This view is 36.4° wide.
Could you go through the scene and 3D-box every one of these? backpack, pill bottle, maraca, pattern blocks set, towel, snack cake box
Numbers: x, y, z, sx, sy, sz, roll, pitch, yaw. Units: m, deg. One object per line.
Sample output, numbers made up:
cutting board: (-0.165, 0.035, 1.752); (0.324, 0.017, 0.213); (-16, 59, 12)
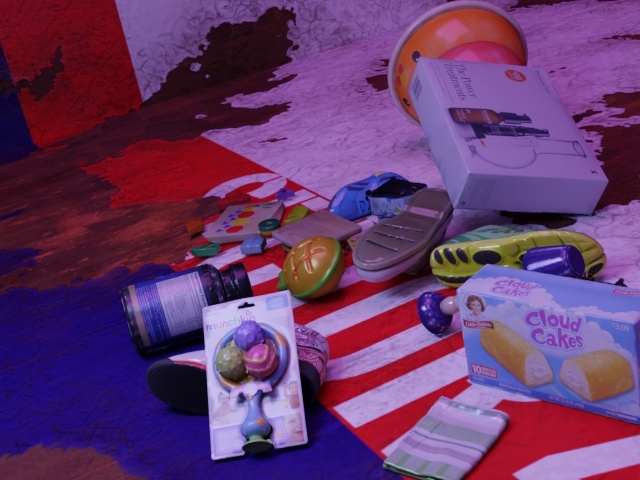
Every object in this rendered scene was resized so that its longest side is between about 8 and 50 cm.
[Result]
backpack: (0.166, -0.076, 1.974); (0.105, 0.084, 0.114); (-31, 24, -37)
pill bottle: (-0.227, 0.112, 1.685); (0.219, 0.123, 0.123); (-16, 23, -10)
maraca: (-0.022, 0.048, 1.761); (0.127, 0.099, 0.185); (-58, 24, -17)
pattern blocks set: (-0.161, -0.041, 2.134); (0.285, 0.026, 0.325); (-1, 25, 25)
towel: (0.164, 0.259, 1.264); (0.113, 0.023, 0.152); (5, 28, 38)
snack cake box: (0.323, 0.133, 1.310); (0.264, 0.152, 0.089); (9, 31, 42)

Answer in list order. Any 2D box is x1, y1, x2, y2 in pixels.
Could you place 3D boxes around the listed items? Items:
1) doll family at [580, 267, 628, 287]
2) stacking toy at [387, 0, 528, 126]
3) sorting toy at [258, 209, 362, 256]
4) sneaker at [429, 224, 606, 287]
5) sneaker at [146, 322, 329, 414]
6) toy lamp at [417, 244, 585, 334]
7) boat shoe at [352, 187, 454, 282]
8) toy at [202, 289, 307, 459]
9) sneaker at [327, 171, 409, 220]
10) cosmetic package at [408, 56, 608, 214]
doll family: (0.380, 0.088, 1.476); (0.193, 0.076, 0.111); (-33, 9, -20)
stacking toy: (0.366, -0.305, 2.210); (0.350, 0.350, 0.480); (-13, 37, -2)
sorting toy: (0.000, 0.000, 1.923); (0.132, 0.046, 0.274); (-25, 29, -28)
sneaker: (0.333, 0.013, 1.646); (0.295, 0.109, 0.123); (-1, 29, 27)
sneaker: (-0.119, 0.191, 1.489); (0.270, 0.090, 0.145); (-2, 23, 15)
toy lamp: (0.266, 0.072, 1.450); (0.274, 0.080, 0.080); (-28, 8, 41)
boat shoe: (0.159, 0.011, 1.750); (0.113, 0.103, 0.302); (18, 34, 29)
toy: (-0.101, 0.179, 1.372); (0.137, 0.056, 0.237); (-11, 62, 6)
sneaker: (0.106, -0.090, 2.061); (0.209, 0.069, 0.082); (-28, 31, -33)
cosmetic package: (0.357, -0.211, 1.909); (0.284, 0.097, 0.377); (3, 43, -17)
